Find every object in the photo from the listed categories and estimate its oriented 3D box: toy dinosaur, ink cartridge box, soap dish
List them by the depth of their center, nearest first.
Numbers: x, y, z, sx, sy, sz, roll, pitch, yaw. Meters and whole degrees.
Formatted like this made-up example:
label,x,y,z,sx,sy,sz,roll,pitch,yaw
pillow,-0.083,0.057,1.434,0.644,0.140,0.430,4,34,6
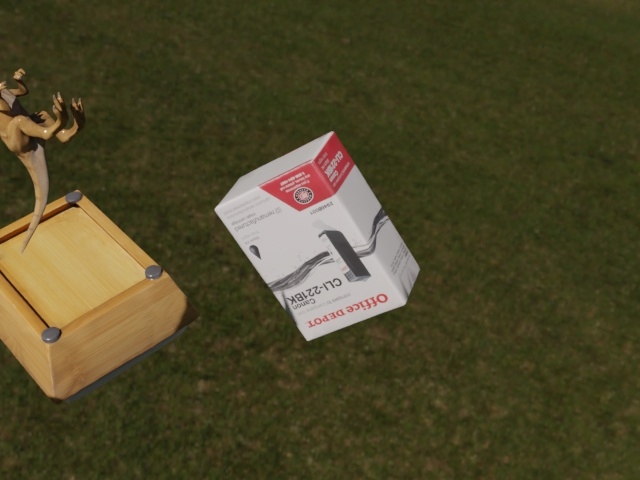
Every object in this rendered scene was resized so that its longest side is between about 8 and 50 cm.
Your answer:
label,x,y,z,sx,sy,sz,roll,pitch,yaw
toy dinosaur,-0.292,-0.102,0.946,0.112,0.211,0.064,-17,27,11
soap dish,-0.346,0.066,1.317,0.229,0.118,0.291,-32,51,-27
ink cartridge box,0.000,0.000,1.472,0.197,0.272,0.114,-24,20,30
